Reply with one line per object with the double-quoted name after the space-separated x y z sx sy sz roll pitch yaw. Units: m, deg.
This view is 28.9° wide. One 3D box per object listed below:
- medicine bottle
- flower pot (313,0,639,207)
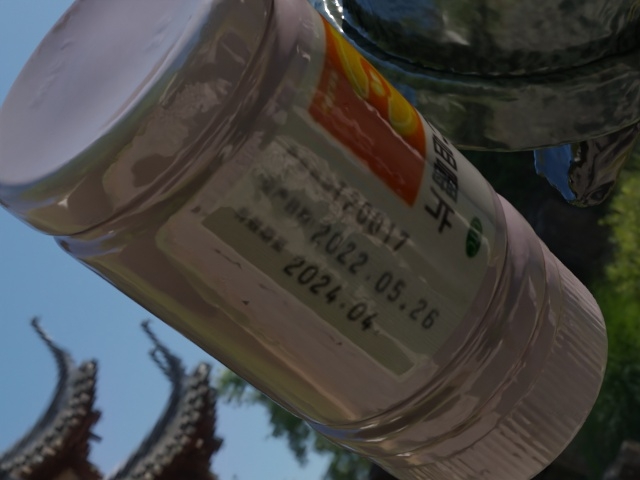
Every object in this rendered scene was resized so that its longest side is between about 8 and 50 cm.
0.000 0.000 0.506 0.250 0.133 0.133 41 -113 -32 "medicine bottle"
0.143 -0.191 0.873 0.299 0.299 0.283 -54 -29 -43 "flower pot"
